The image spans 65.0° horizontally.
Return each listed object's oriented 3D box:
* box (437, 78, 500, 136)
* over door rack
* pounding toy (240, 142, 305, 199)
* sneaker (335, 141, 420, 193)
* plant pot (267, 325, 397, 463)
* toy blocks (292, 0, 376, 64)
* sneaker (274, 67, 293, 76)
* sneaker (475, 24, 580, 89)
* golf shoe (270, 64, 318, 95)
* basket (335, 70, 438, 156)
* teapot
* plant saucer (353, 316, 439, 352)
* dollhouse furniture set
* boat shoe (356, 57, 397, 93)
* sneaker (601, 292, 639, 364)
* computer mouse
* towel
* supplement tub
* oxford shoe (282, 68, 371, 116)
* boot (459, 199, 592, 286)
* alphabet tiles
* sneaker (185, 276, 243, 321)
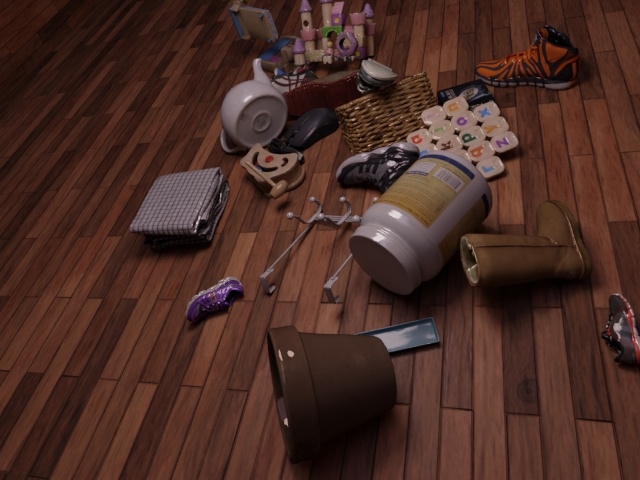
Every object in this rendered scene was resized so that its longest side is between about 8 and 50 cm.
[{"bbox_3d":[0.463,-0.413,1.580,0.148,0.077,0.180,-14,47,7],"label":"box"},{"bbox_3d":[0.000,0.000,1.332,0.240,0.108,0.324,5,51,38],"label":"over door rack"},{"bbox_3d":[-0.153,-0.245,1.596,0.154,0.154,0.269,-38,48,-9],"label":"pounding toy"},{"bbox_3d":[0.164,-0.178,1.460,0.269,0.101,0.152,-16,63,29],"label":"sneaker"},{"bbox_3d":[0.025,0.289,1.019,0.230,0.263,0.263,-8,45,-10],"label":"plant pot"},{"bbox_3d":[0.041,-0.816,1.897,0.289,0.259,0.309,6,26,23],"label":"toy blocks"},{"bbox_3d":[-0.137,-0.654,2.024,0.085,0.058,0.152,-15,44,4],"label":"sneaker"},{"bbox_3d":[0.655,-0.592,1.599,0.321,0.180,0.124,12,55,28],"label":"sneaker"},{"bbox_3d":[-0.112,-0.563,1.882,0.273,0.105,0.120,-37,77,-24],"label":"golf shoe"},{"bbox_3d":[0.220,-0.379,1.628,0.299,0.222,0.213,-24,13,-2],"label":"basket"},{"bbox_3d":[-0.253,-0.452,1.758,0.256,0.252,0.187,-35,55,-14],"label":"teapot"},{"bbox_3d":[0.172,0.227,1.155,0.192,0.018,0.067,-15,47,8],"label":"plant saucer"},{"bbox_3d":[-0.175,-0.871,2.062,0.287,0.303,0.198,24,62,34],"label":"dollhouse furniture set"},{"bbox_3d":[0.168,-0.503,1.579,0.116,0.099,0.319,24,24,-4],"label":"boat shoe"},{"bbox_3d":[0.602,0.176,1.020,0.065,0.061,0.157,-11,46,19],"label":"sneaker"},{"bbox_3d":[-0.046,-0.383,1.740,0.272,0.072,0.188,-40,48,-17],"label":"computer mouse"},{"bbox_3d":[-0.432,-0.097,1.596,0.235,0.121,0.283,-3,47,15],"label":"towel"},{"bbox_3d":[0.242,-0.044,1.225,0.228,0.228,0.316,30,64,37],"label":"supplement tub"},{"bbox_3d":[0.023,-0.544,1.845,0.349,0.122,0.130,-12,32,1],"label":"oxford shoe"},{"bbox_3d":[0.452,-0.002,1.152,0.270,0.089,0.236,-1,47,-7],"label":"boot"},{"bbox_3d":[0.408,-0.287,1.460,0.278,0.021,0.284,-22,66,4],"label":"alphabet tiles"},{"bbox_3d":[-0.282,0.163,1.343,0.170,0.068,0.071,-36,54,-14],"label":"sneaker"}]
